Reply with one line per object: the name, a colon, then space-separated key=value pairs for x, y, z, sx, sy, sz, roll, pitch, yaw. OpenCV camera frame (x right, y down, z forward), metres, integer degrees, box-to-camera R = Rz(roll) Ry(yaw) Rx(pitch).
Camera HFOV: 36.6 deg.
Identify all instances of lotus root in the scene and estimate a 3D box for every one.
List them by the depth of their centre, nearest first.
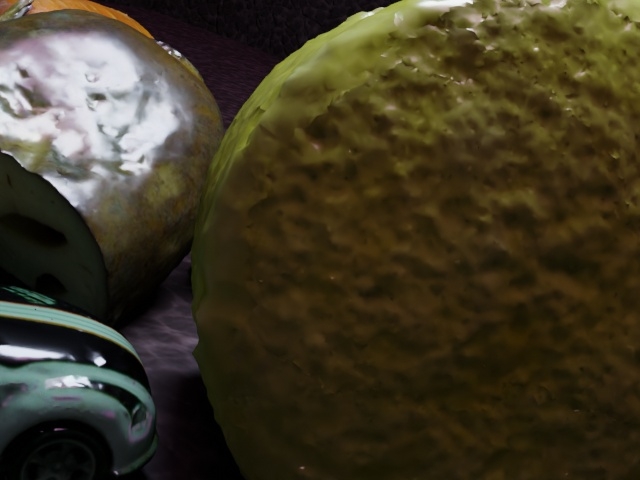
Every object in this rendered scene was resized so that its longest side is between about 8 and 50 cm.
lotus root: x=-0.192 y=-0.097 z=0.818 sx=0.267 sy=0.149 sz=0.260 roll=34 pitch=44 yaw=13

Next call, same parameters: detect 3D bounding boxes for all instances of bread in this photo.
bread: x=0.083 y=0.007 z=0.626 sx=0.348 sy=0.348 sz=0.308 roll=13 pitch=11 yaw=-14

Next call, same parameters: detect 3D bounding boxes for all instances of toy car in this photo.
toy car: x=-0.229 y=0.056 z=0.511 sx=0.306 sy=0.125 sz=0.136 roll=7 pitch=17 yaw=-27

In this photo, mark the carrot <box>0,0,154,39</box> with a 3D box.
carrot: x=-0.334 y=-0.202 z=1.163 sx=0.214 sy=0.193 sz=0.331 roll=59 pitch=25 yaw=0
